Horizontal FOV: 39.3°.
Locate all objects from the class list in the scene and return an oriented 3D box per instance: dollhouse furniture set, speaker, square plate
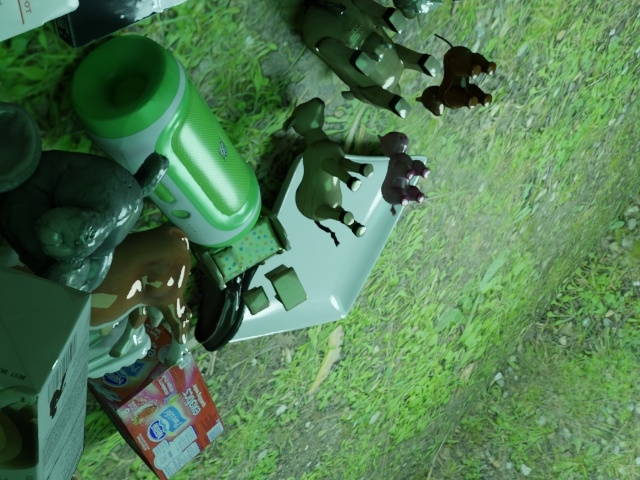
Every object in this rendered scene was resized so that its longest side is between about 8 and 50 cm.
[{"bbox_3d":[-0.120,0.064,1.211,0.182,0.101,0.161,-31,115,-14],"label":"dollhouse furniture set"},{"bbox_3d":[-0.166,-0.102,1.035,0.131,0.131,0.296,-47,151,-8],"label":"speaker"},{"bbox_3d":[0.000,0.000,1.460,0.347,0.049,0.344,-5,128,-52],"label":"square plate"}]

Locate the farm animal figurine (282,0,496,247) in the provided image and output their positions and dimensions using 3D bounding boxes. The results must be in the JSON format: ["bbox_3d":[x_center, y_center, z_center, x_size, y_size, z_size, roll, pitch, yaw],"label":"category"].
[{"bbox_3d":[0.059,-0.205,1.209,0.330,0.172,0.327,-43,135,-16],"label":"farm animal figurine"}]

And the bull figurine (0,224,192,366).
[{"bbox_3d":[-0.283,0.073,1.015,0.310,0.101,0.188,-11,113,-31],"label":"bull figurine"}]

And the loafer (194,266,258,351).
[{"bbox_3d":[-0.147,0.057,1.307,0.078,0.080,0.220,12,105,-33],"label":"loafer"}]

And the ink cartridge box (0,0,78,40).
[{"bbox_3d":[-0.306,-0.223,0.768,0.181,0.061,0.104,-32,146,-30],"label":"ink cartridge box"}]

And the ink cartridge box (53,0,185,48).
[{"bbox_3d":[-0.177,-0.315,0.866,0.208,0.045,0.206,-36,147,-28],"label":"ink cartridge box"}]

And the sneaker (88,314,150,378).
[{"bbox_3d":[-0.353,0.134,1.102,0.281,0.105,0.115,-25,111,-34],"label":"sneaker"}]

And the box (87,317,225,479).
[{"bbox_3d":[-0.243,0.224,1.294,0.128,0.122,0.257,-40,149,-20],"label":"box"}]

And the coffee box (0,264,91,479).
[{"bbox_3d":[-0.321,0.154,0.854,0.297,0.168,0.119,109,-1,-47],"label":"coffee box"}]

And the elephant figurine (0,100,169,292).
[{"bbox_3d":[-0.309,-0.048,0.865,0.169,0.239,0.186,-61,177,22],"label":"elephant figurine"}]

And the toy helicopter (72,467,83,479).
[{"bbox_3d":[-0.478,0.373,1.169,0.355,0.140,0.235,3,130,-43],"label":"toy helicopter"}]
